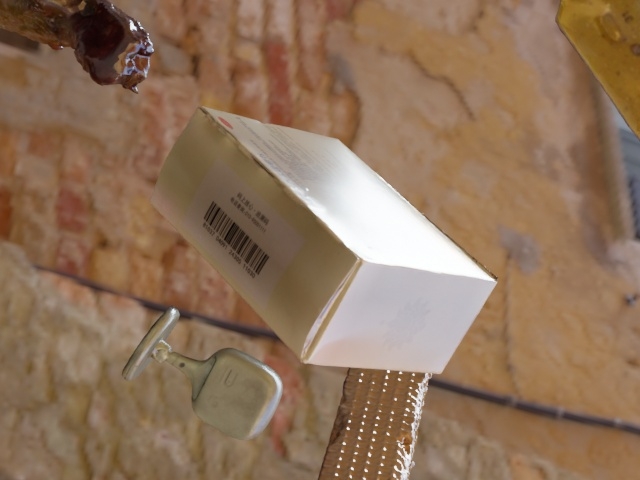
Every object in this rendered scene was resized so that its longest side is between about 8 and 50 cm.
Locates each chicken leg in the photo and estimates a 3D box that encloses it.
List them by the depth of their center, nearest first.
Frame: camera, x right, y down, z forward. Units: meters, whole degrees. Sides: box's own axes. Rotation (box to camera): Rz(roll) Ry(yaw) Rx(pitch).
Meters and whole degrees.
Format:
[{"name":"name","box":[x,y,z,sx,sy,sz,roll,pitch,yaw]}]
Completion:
[{"name":"chicken leg","box":[-0.221,-0.237,1.045,0.177,0.083,0.322,-15,-81,53]}]

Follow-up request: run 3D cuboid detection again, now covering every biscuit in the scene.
[{"name":"biscuit","box":[0.056,0.212,1.568,0.378,0.094,0.054,-70,166,-63]}]

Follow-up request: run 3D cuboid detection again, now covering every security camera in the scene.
[{"name":"security camera","box":[-0.069,0.085,0.926,0.058,0.092,0.058,-56,179,-1]}]

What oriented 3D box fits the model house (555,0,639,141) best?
[{"name":"model house","box":[0.187,-0.074,0.377,0.219,0.207,0.136,63,-5,12]}]

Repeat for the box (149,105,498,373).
[{"name":"box","box":[0.000,0.000,1.132,0.212,0.168,0.095,44,-69,37]}]
